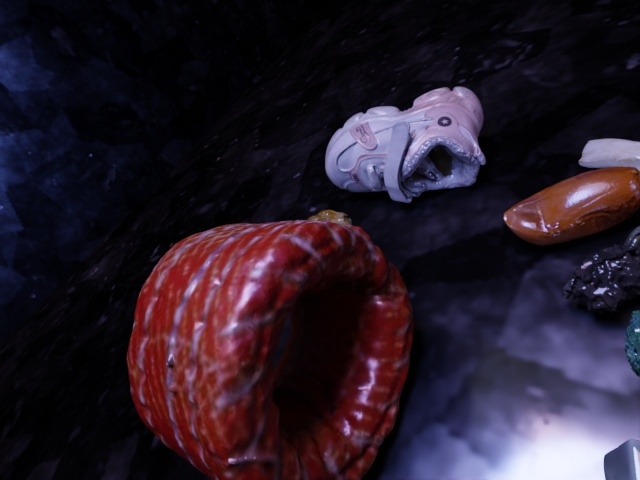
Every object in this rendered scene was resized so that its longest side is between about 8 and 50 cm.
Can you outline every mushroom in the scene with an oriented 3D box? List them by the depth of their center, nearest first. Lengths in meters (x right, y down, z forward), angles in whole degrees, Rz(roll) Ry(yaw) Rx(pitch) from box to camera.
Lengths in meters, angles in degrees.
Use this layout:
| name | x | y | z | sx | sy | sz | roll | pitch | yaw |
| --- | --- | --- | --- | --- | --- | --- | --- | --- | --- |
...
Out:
| name | x | y | z | sx | sy | sz | roll | pitch | yaw |
| --- | --- | --- | --- | --- | --- | --- | --- | --- | --- |
| mushroom | 0.471 | -0.120 | 0.592 | 0.059 | 0.054 | 0.202 | -41 | 29 | -1 |

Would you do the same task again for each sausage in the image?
| name | x | y | z | sx | sy | sz | roll | pitch | yaw |
| --- | --- | --- | --- | --- | --- | --- | --- | --- | --- |
| sausage | 0.364 | -0.046 | 0.582 | 0.179 | 0.089 | 0.089 | -22 | 37 | 29 |

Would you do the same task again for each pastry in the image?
| name | x | y | z | sx | sy | sz | roll | pitch | yaw |
| --- | --- | --- | --- | --- | --- | --- | --- | --- | --- |
| pastry | 0.004 | 0.003 | 0.857 | 0.154 | 0.081 | 0.153 | -16 | 38 | 14 |

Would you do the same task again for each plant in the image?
| name | x | y | z | sx | sy | sz | roll | pitch | yaw |
| --- | --- | --- | --- | --- | --- | --- | --- | --- | --- |
| plant | 0.380 | 0.027 | 0.486 | 0.174 | 0.087 | 0.085 | -29 | 10 | 6 |

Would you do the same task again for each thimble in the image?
| name | x | y | z | sx | sy | sz | roll | pitch | yaw |
| --- | --- | --- | --- | --- | --- | --- | --- | --- | --- |
| thimble | -0.054 | 0.136 | 0.534 | 0.231 | 0.350 | 0.350 | -2 | 49 | 43 |

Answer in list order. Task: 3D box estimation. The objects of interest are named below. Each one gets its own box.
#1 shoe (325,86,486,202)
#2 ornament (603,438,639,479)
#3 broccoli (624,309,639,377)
| name | x | y | z | sx | sy | sz | roll | pitch | yaw |
| --- | --- | --- | --- | --- | --- | --- | --- | --- | --- |
| shoe | 0.161 | -0.175 | 0.836 | 0.351 | 0.172 | 0.198 | -20 | 41 | 28 |
| ornament | 0.250 | 0.287 | 0.271 | 0.121 | 0.130 | 0.285 | -3 | 37 | 18 |
| broccoli | 0.383 | 0.091 | 0.283 | 0.270 | 0.270 | 0.270 | -36 | 64 | 4 |
